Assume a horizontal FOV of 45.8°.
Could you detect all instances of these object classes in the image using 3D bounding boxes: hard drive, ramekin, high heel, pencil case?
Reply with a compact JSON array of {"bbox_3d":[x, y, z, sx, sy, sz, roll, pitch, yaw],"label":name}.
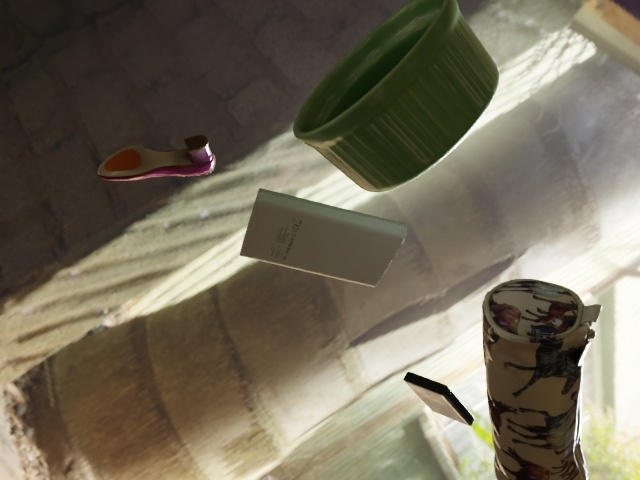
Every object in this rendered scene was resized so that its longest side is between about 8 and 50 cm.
[{"bbox_3d":[0.222,0.296,1.412,0.094,0.022,0.135,14,-26,43],"label":"hard drive"},{"bbox_3d":[0.000,0.000,1.579,0.203,0.307,0.040,114,-14,-51],"label":"hard drive"},{"bbox_3d":[0.117,-0.214,1.129,0.148,0.303,0.303,44,0,-19],"label":"ramekin"},{"bbox_3d":[-0.348,-0.155,1.628,0.117,0.244,0.082,90,-23,-60],"label":"high heel"},{"bbox_3d":[0.380,0.274,1.304,0.183,0.160,0.411,13,-54,37],"label":"pencil case"}]
